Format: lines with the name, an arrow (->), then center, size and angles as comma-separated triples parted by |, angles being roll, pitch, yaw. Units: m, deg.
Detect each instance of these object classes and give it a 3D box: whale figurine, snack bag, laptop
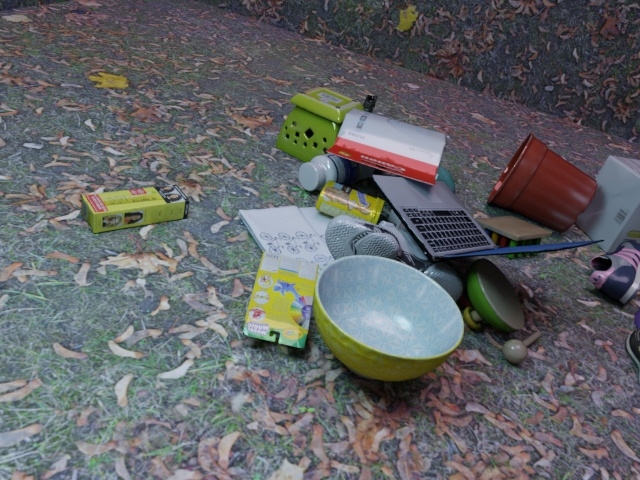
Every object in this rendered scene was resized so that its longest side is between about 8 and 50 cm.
whale figurine -> 0.331, -0.202, 1.706 | 0.216, 0.141, 0.272 | 5, 34, -17
snack bag -> 0.000, 0.000, 1.352 | 0.342, 0.037, 0.323 | -6, 38, -31
laptop -> 0.399, -0.074, 1.264 | 0.381, 0.236, 0.408 | -3, 53, -51

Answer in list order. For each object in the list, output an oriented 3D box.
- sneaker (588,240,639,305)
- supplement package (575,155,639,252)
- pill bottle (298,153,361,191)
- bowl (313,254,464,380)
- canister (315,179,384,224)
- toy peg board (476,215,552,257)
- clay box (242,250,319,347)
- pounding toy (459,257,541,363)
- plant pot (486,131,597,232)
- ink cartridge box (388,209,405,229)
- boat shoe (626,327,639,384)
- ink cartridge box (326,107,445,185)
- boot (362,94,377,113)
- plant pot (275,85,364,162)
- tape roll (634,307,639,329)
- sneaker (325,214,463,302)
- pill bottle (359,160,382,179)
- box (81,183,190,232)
sneaker -> 0.881, 0.064, 1.574 | 0.131, 0.112, 0.319 | 29, 33, 15
supplement package -> 1.018, -0.116, 1.766 | 0.145, 0.262, 0.204 | 4, 35, -18
pill bottle -> 0.027, -0.210, 1.611 | 0.186, 0.112, 0.112 | -19, 46, -42
bowl -> 0.113, 0.175, 1.022 | 0.289, 0.156, 0.290 | 12, 32, -7
canister -> 0.082, -0.097, 1.451 | 0.169, 0.074, 0.126 | 22, 29, 3
toy peg board -> 0.581, -0.010, 1.606 | 0.161, 0.079, 0.160 | -5, 23, -31
clay box -> -0.080, 0.128, 1.083 | 0.127, 0.053, 0.222 | 14, 44, -3
pounding toy -> 0.391, 0.168, 1.230 | 0.182, 0.110, 0.237 | -17, 75, -56
plant pot -> 0.750, -0.179, 1.767 | 0.264, 0.273, 0.272 | 31, 34, 9
ink cartridge box -> 0.278, -0.052, 1.488 | 0.181, 0.105, 0.061 | 25, 32, 15
boat shoe -> 0.792, 0.278, 1.249 | 0.081, 0.069, 0.228 | 20, 33, 6
ink cartridge box -> 0.201, -0.281, 1.518 | 0.307, 0.091, 0.385 | 18, 22, 6
boot -> 0.164, -0.465, 2.011 | 0.083, 0.161, 0.247 | 16, 32, 0
plant pot -> 0.010, -0.392, 1.793 | 0.228, 0.207, 0.227 | 27, 34, 19
tape roll -> 0.984, 0.239, 1.376 | 0.274, 0.090, 0.275 | 12, 33, -8
sneaker -> 0.169, 0.014, 1.264 | 0.365, 0.137, 0.210 | 27, 31, -17
pill bottle -> 0.180, -0.302, 1.802 | 0.130, 0.131, 0.245 | 28, 34, 18
box -> -0.438, -0.080, 1.257 | 0.232, 0.058, 0.087 | -12, 43, -37
